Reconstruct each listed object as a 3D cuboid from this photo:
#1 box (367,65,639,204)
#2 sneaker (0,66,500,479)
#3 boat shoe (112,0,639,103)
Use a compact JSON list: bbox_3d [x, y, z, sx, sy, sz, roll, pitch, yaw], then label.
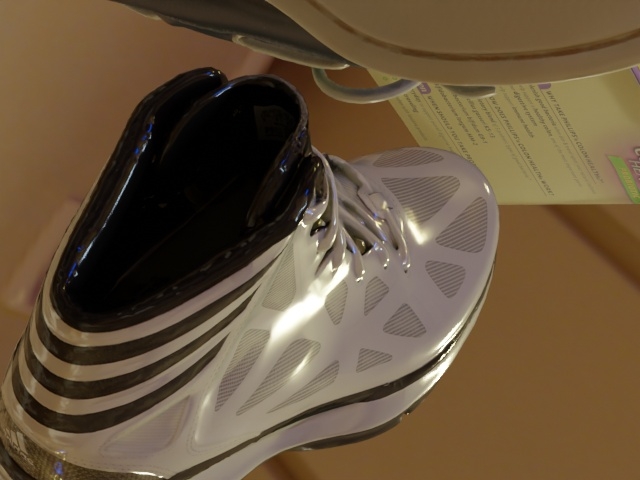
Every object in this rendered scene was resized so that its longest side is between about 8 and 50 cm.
[{"bbox_3d":[0.194,-0.138,1.551,0.243,0.213,0.117,1,-125,35],"label":"box"},{"bbox_3d":[0.000,0.001,1.086,0.169,0.447,0.257,42,-46,17],"label":"sneaker"},{"bbox_3d":[0.003,-0.090,0.529,0.254,0.079,0.095,8,-92,31],"label":"boat shoe"}]
